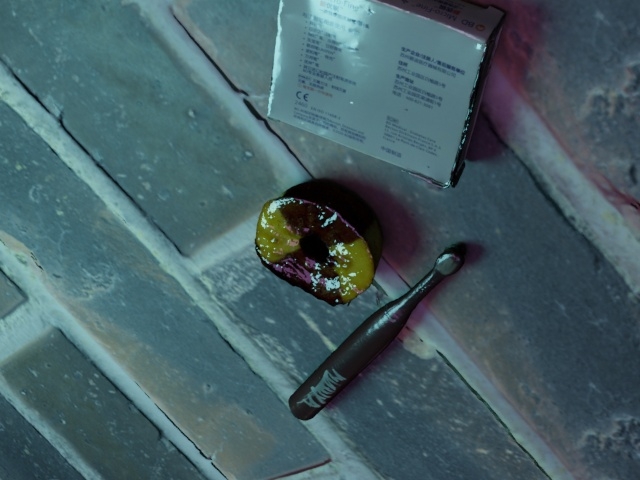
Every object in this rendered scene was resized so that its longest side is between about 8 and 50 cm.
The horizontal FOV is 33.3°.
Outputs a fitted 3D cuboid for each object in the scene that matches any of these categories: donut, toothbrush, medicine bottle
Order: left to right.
[{"bbox_3d":[0.000,0.000,1.127,0.140,0.059,0.140,16,132,19],"label":"donut"},{"bbox_3d":[0.055,0.110,1.200,0.041,0.041,0.364,37,135,-2],"label":"toothbrush"},{"bbox_3d":[0.052,-0.154,0.976,0.201,0.052,0.171,22,134,15],"label":"medicine bottle"}]
